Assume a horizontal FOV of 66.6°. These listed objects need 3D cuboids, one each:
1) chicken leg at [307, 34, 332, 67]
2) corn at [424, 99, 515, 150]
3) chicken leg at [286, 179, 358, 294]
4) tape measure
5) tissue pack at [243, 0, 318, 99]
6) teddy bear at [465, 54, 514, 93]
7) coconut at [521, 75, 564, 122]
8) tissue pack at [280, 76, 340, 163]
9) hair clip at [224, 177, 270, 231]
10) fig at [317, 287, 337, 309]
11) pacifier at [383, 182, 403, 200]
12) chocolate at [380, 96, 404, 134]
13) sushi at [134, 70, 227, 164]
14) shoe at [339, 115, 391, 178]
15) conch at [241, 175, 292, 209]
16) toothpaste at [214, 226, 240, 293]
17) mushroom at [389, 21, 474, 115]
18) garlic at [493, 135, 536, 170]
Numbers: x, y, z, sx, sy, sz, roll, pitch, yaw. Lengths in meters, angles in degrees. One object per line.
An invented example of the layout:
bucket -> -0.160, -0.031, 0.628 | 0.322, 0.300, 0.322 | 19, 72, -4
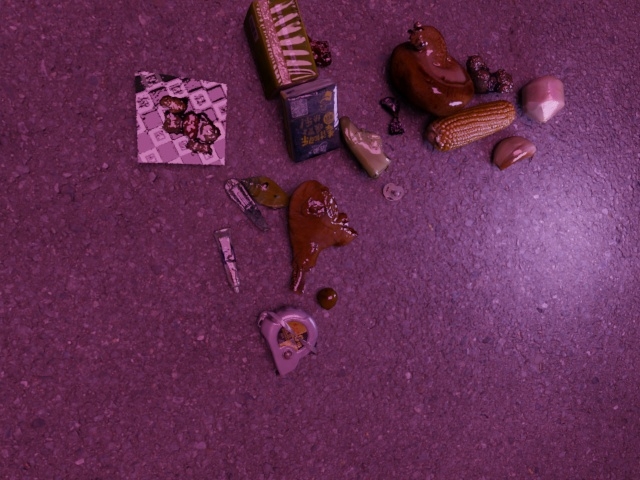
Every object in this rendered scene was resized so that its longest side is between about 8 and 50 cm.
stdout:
chicken leg -> -0.038, -0.704, 1.742 | 0.205, 0.053, 0.093 | 34, 126, -17
corn -> 0.585, -0.451, 1.909 | 0.388, 0.144, 0.143 | -19, 97, -20
chicken leg -> 0.000, 0.000, 1.739 | 0.295, 0.182, 0.408 | 9, 96, -33
tape measure -> -0.106, 0.334, 1.721 | 0.197, 0.120, 0.236 | -22, 103, -10
tissue pack -> -0.135, -0.643, 1.645 | 0.168, 0.200, 0.274 | -20, 97, -15
teddy bear -> 0.653, -0.637, 1.927 | 0.252, 0.129, 0.181 | 5, 60, -33
coconut -> 0.912, -0.570, 1.993 | 0.171, 0.171, 0.182 | -4, 90, -17
tissue pack -> -0.030, -0.408, 1.672 | 0.186, 0.081, 0.257 | -21, 138, -15
hair clip -> -0.254, -0.121, 1.708 | 0.066, 0.036, 0.229 | -39, 96, -17
fig -> 0.025, 0.217, 1.788 | 0.074, 0.074, 0.087 | -5, 120, -17
pacifier -> 0.279, -0.179, 1.857 | 0.083, 0.064, 0.068 | 21, 103, -16
chocolate -> 0.280, -0.474, 1.850 | 0.072, 0.070, 0.147 | -18, 101, -21
sushi -> -0.464, -0.394, 1.623 | 0.293, 0.059, 0.293 | 1, 91, -18
shoe -> 0.159, -0.348, 1.785 | 0.128, 0.140, 0.262 | -34, 106, -4
conch -> -0.193, -0.171, 1.711 | 0.201, 0.079, 0.095 | 37, 99, -23
toothpaste -> -0.316, 0.072, 1.694 | 0.060, 0.038, 0.233 | -14, 93, -18
mushroom -> 0.418, -0.611, 1.770 | 0.346, 0.259, 0.345 | 14, 48, -16
garlic -> 0.807, -0.369, 1.990 | 0.207, 0.115, 0.128 | -15, 90, -19
